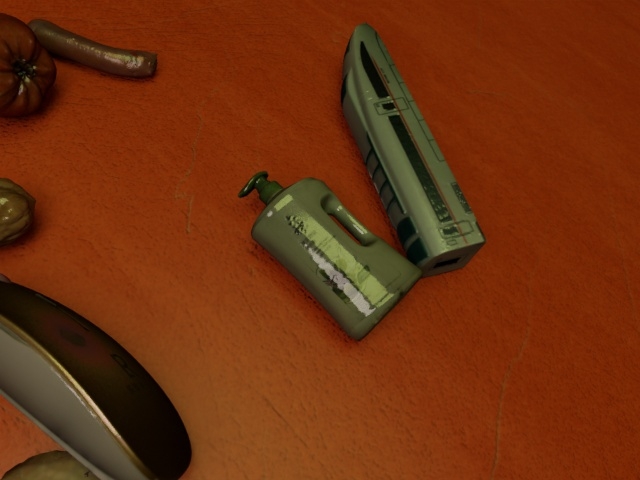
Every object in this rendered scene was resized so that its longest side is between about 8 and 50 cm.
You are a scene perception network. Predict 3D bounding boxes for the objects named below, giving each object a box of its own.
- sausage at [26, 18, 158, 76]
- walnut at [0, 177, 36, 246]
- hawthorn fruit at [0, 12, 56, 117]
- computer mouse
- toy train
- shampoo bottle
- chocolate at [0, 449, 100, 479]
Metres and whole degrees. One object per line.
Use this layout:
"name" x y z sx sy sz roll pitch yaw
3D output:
"sausage" -0.320 -0.265 0.698 0.176 0.040 0.047 17 54 -3
"walnut" -0.361 -0.028 0.544 0.096 0.083 0.079 -23 42 -20
"hawthorn fruit" -0.400 -0.207 0.612 0.140 0.125 0.125 -21 65 14
"computer mouse" -0.241 0.108 0.458 0.310 0.158 0.072 35 80 8
"toy train" 0.095 -0.146 0.703 0.088 0.086 0.407 -14 66 -13
"shampoo bottle" 0.000 0.000 0.600 0.234 0.087 0.118 44 65 12
"chocolate" -0.154 0.298 0.386 0.309 0.134 0.134 40 62 10
